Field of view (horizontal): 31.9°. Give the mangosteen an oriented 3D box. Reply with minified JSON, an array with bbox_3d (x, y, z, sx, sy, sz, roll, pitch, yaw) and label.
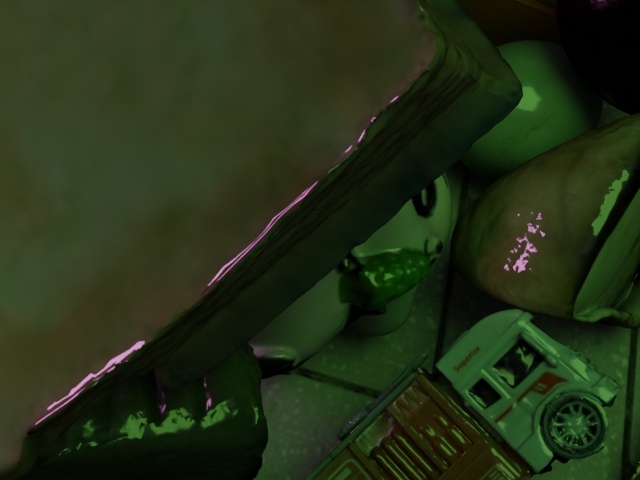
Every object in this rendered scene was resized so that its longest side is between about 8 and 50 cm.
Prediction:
[{"bbox_3d":[0.363,-0.228,1.089,0.236,0.261,0.235,-3,102,-15],"label":"mangosteen"}]

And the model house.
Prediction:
[{"bbox_3d":[-0.145,-0.136,0.768,0.445,0.395,0.400,48,18,8],"label":"model house"}]

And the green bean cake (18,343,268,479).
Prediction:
[{"bbox_3d":[-0.161,0.160,0.920,0.227,0.222,0.124,4,56,-16],"label":"green bean cake"}]

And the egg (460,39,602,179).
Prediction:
[{"bbox_3d":[0.221,-0.142,1.218,0.192,0.149,0.149,-21,75,-31],"label":"egg"}]

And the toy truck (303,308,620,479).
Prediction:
[{"bbox_3d":[0.107,0.190,0.975,0.305,0.136,0.162,-45,78,4],"label":"toy truck"}]

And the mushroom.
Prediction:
[{"bbox_3d":[0.258,-0.033,1.118,0.292,0.212,0.217,14,93,-49],"label":"mushroom"}]

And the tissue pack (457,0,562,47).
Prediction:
[{"bbox_3d":[0.230,-0.314,1.302,0.275,0.145,0.194,20,64,-11],"label":"tissue pack"}]

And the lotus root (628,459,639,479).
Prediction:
[{"bbox_3d":[0.412,0.217,1.149,0.221,0.118,0.125,1,50,-22],"label":"lotus root"}]

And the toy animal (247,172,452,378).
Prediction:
[{"bbox_3d":[0.005,0.003,1.050,0.267,0.212,0.212,-20,75,-19],"label":"toy animal"}]
